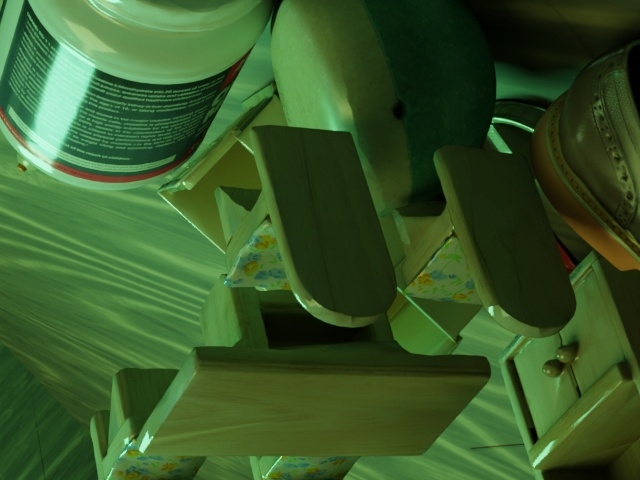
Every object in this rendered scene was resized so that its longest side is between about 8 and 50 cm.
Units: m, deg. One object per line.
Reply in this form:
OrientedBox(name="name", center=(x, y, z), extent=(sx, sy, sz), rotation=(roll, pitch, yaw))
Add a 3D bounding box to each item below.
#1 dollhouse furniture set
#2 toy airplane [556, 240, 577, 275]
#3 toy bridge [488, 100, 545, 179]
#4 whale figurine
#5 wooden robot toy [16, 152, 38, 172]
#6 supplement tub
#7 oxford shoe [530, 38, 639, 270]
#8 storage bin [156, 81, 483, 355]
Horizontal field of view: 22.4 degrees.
OrientedBox(name="dollhouse furniture set", center=(0.083, 0.146, 1.122), extent=(0.362, 0.394, 0.256), rotation=(-56, 39, 45))
OrientedBox(name="toy airplane", center=(0.183, 0.028, 1.368), extent=(0.151, 0.028, 0.151), rotation=(36, 159, 16))
OrientedBox(name="toy bridge", center=(0.145, -0.075, 1.211), extent=(0.063, 0.026, 0.188), rotation=(51, 158, -23))
OrientedBox(name="whale figurine", center=(0.039, -0.124, 1.178), extent=(0.272, 0.141, 0.216), rotation=(-132, 26, -72))
OrientedBox(name="wooden robot toy", center=(-0.329, -0.104, 1.957), extent=(0.173, 0.079, 0.076), rotation=(32, 160, 23))
OrientedBox(name="supplement tub", center=(-0.145, -0.174, 1.234), extent=(0.191, 0.191, 0.272), rotation=(40, 149, 1))
OrientedBox(name="oxford shoe", center=(0.292, 0.019, 0.998), extent=(0.364, 0.130, 0.133), rotation=(39, 155, 4))
OrientedBox(name="storage bin", center=(0.000, 0.000, 1.424), extent=(0.262, 0.123, 0.260), rotation=(43, 175, -7))
